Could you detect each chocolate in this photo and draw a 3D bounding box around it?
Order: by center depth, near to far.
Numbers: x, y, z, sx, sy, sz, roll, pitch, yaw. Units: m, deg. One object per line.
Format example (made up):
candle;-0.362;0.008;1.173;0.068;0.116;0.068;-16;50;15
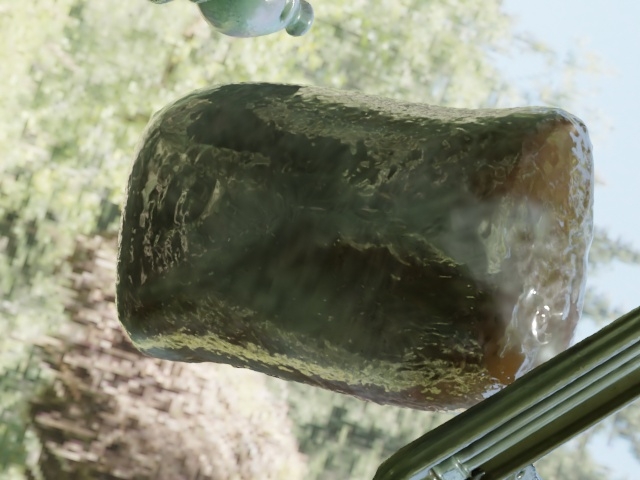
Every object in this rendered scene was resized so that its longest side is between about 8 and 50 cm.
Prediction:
chocolate;0.000;0.000;0.800;0.303;0.100;0.185;7;-86;31

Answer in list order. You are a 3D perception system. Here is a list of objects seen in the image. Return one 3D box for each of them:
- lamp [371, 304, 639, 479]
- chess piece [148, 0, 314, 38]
lamp;0.188;0.163;0.663;0.203;0.283;0.124;-38;176;17
chess piece;-0.104;-0.195;0.876;0.139;0.271;0.139;-25;-126;40
